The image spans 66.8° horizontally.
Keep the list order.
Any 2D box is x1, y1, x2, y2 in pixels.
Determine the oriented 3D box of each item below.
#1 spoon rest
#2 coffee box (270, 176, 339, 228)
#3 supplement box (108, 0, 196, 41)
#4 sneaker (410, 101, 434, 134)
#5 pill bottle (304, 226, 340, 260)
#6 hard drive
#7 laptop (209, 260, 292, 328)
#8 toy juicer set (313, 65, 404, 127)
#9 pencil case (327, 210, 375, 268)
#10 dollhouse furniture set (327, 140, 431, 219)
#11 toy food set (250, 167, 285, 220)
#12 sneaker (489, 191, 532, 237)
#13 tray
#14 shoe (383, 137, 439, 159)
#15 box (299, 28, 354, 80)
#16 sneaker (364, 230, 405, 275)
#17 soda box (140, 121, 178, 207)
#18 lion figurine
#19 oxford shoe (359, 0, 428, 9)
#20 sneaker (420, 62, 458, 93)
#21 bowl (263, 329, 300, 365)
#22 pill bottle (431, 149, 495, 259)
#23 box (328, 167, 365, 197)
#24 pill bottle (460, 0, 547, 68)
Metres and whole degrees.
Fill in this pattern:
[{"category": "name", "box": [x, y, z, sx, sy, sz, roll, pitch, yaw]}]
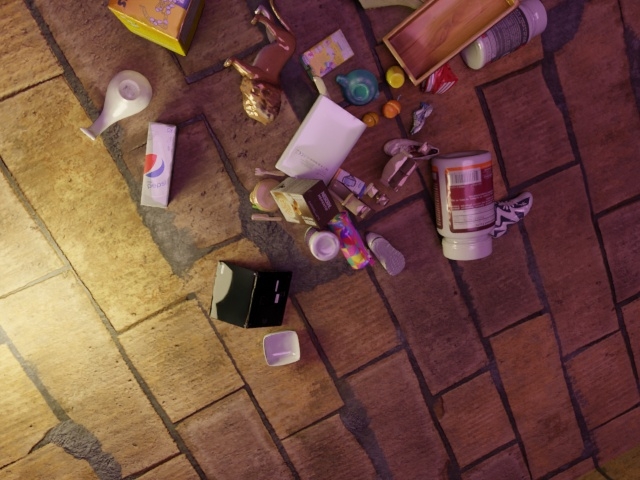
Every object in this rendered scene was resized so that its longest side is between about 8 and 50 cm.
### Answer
[{"category": "spoon rest", "box": [-0.687, -0.452, 1.631, 0.137, 0.084, 0.276, 43, 79, -19]}, {"category": "coffee box", "box": [-0.059, -0.137, 1.722, 0.098, 0.246, 0.141, -40, 117, -20]}, {"category": "supplement box", "box": [-0.474, -0.706, 1.457, 0.195, 0.356, 0.194, 21, 98, -16]}, {"category": "sneaker", "box": [0.373, -0.468, 1.855, 0.058, 0.052, 0.135, 32, 88, -7]}, {"category": "pill bottle", "box": [0.000, 0.000, 1.809, 0.108, 0.193, 0.108, -3, 104, -12]}, {"category": "hard drive", "box": [0.001, -0.348, 1.779, 0.203, 0.040, 0.307, 30, 106, -17]}, {"category": "laptop", "box": [-0.270, 0.211, 1.900, 0.264, 0.136, 0.234, 3, 105, -38]}, {"category": "toy juicer set", "box": [0.144, -0.520, 1.783, 0.329, 0.089, 0.209, -4, 125, 2]}, {"category": "pencil case", "box": [0.118, 0.000, 1.884, 0.104, 0.104, 0.236, -34, 108, -2]}, {"category": "dollhouse furniture set", "box": [0.205, -0.266, 1.728, 0.174, 0.303, 0.355, 41, 101, 14]}, {"category": "toy food set", "box": [-0.197, -0.170, 1.815, 0.132, 0.038, 0.192, 4, 97, -20]}, {"category": "sneaker", "box": [0.744, -0.140, 1.980, 0.235, 0.094, 0.153, -42, 116, 11]}, {"category": "tray", "box": [0.441, -0.746, 1.674, 0.411, 0.076, 0.203, -35, 93, 19]}, {"category": "shoe", "box": [0.350, -0.350, 1.867, 0.219, 0.058, 0.077, 2, 103, -12]}, {"category": "box", "box": [0.019, -0.658, 1.735, 0.179, 0.043, 0.105, -35, 108, -4]}, {"category": "sneaker", "box": [0.257, 0.048, 1.936, 0.090, 0.095, 0.235, -42, 127, -4]}, {"category": "soda box", "box": [-0.556, -0.263, 1.683, 0.091, 0.098, 0.286, 8, 102, -13]}, {"category": "lion figurine", "box": [-0.174, -0.615, 1.658, 0.240, 0.142, 0.392, 30, 92, -24]}, {"category": "oxford shoe", "box": [0.213, -0.878, 1.698, 0.397, 0.140, 0.146, 14, 137, -22]}, {"category": "sneaker", "box": [0.457, -0.658, 1.815, 0.128, 0.087, 0.221, 5, 115, -21]}, {"category": "bowl", "box": [-0.159, 0.425, 1.953, 0.142, 0.053, 0.142, -9, 105, -10]}, {"category": "pill bottle", "box": [0.555, -0.137, 1.875, 0.224, 0.224, 0.392, -11, 105, -9]}, {"category": "box", "box": [0.106, -0.213, 1.868, 0.136, 0.028, 0.081, 28, 96, -19]}, {"category": "pill bottle", "box": [0.666, -0.761, 1.780, 0.283, 0.161, 0.161, -27, 107, -4]}]
